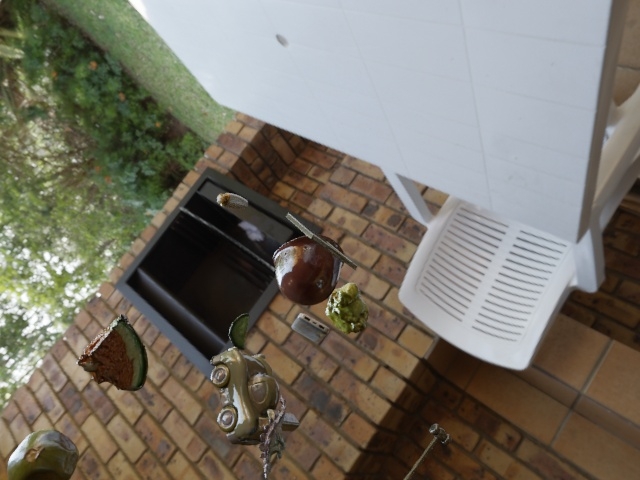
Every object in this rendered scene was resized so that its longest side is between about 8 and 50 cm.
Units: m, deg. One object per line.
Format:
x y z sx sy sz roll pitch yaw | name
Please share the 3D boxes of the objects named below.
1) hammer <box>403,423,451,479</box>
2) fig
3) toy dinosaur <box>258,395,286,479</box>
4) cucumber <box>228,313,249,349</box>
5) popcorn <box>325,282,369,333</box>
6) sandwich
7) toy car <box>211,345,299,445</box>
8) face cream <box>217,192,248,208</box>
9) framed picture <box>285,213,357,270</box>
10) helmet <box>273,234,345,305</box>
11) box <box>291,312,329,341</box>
0.232 0.608 1.168 0.058 0.292 0.029 43 167 -4 | hammer
-0.668 0.533 1.088 0.144 0.154 0.165 -4 155 -11 | fig
-0.110 0.467 1.102 0.039 0.209 0.082 -8 129 18 | toy dinosaur
-0.268 0.296 1.480 0.062 0.116 0.115 8 169 -11 | cucumber
0.131 0.361 2.426 0.225 0.174 0.285 -3 117 39 | popcorn
-0.725 0.414 1.610 0.109 0.212 0.292 17 137 52 | sandwich
-0.242 0.562 1.683 0.242 0.226 0.336 42 -154 -55 | toy car
-0.407 -0.180 2.110 0.051 0.072 0.182 38 -167 24 | face cream
0.000 0.000 1.605 0.211 0.020 0.289 35 -178 -27 | framed picture
-0.056 0.174 2.104 0.338 0.230 0.385 18 141 -18 | helmet
-0.048 0.381 1.967 0.142 0.044 0.285 31 158 2 | box
